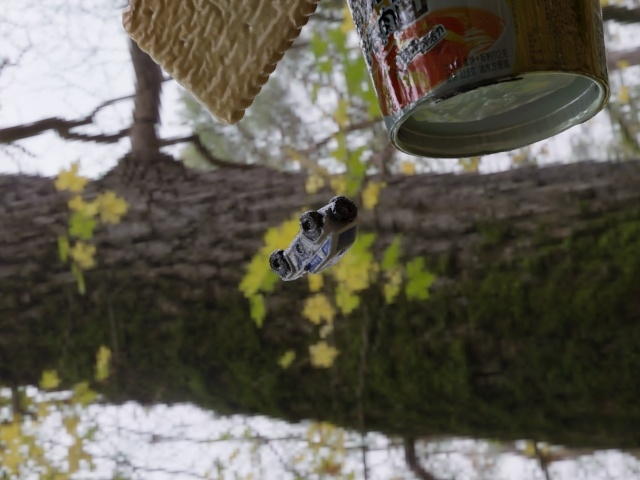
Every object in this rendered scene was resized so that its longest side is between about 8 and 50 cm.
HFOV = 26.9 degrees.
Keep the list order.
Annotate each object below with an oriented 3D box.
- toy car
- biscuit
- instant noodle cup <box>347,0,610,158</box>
[{"bbox_3d":[0.000,0.000,1.904,0.080,0.170,0.070,-28,-105,-42],"label":"toy car"},{"bbox_3d":[-0.073,-0.235,1.195,0.160,0.249,0.030,43,-144,8],"label":"biscuit"},{"bbox_3d":[0.147,-0.201,1.236,0.264,0.264,0.200,18,-121,-60],"label":"instant noodle cup"}]
